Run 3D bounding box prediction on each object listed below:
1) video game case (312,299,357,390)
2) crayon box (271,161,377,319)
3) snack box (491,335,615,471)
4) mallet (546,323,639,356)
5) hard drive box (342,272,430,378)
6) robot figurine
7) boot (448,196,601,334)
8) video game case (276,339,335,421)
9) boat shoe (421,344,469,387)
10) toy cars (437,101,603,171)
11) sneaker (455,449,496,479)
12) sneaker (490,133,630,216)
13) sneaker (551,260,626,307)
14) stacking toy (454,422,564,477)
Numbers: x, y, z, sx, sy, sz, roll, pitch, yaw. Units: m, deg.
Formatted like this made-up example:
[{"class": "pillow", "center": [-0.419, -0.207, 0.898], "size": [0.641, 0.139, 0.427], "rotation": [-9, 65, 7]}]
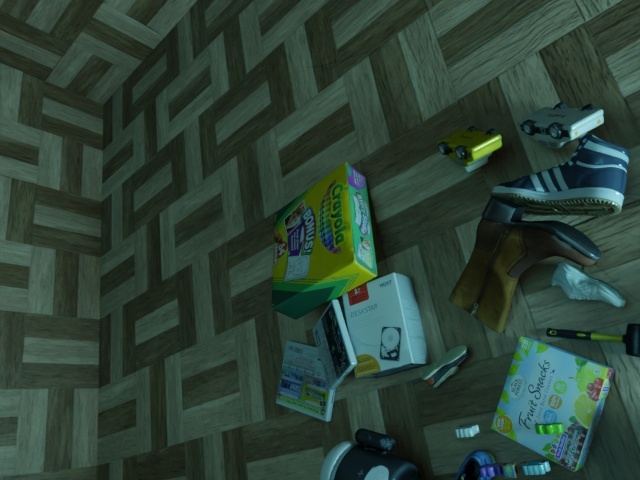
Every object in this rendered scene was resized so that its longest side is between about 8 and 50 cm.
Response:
[{"class": "video game case", "center": [0.035, 0.286, 1.389], "size": [0.173, 0.022, 0.190], "rotation": [118, 144, -47]}, {"class": "crayon box", "center": [0.000, 0.000, 1.468], "size": [0.313, 0.106, 0.363], "rotation": [-34, 42, 33]}, {"class": "snack box", "center": [0.464, 0.321, 1.026], "size": [0.174, 0.070, 0.207], "rotation": [19, 91, 43]}, {"class": "mallet", "center": [0.547, 0.200, 1.011], "size": [0.190, 0.039, 0.062], "rotation": [-13, 66, 44]}, {"class": "hard drive box", "center": [0.165, 0.224, 1.321], "size": [0.181, 0.089, 0.232], "rotation": [-27, 60, 35]}, {"class": "robot figurine", "center": [0.129, 0.581, 1.200], "size": [0.278, 0.173, 0.209], "rotation": [3, 50, 43]}, {"class": "boot", "center": [0.420, 0.080, 1.089], "size": [0.264, 0.096, 0.280], "rotation": [30, 115, 36]}, {"class": "video game case", "center": [-0.039, 0.409, 1.503], "size": [0.212, 0.023, 0.193], "rotation": [3, 80, 42]}, {"class": "boat shoe", "center": [0.302, 0.300, 1.204], "size": [0.043, 0.049, 0.137], "rotation": [43, 112, -4]}, {"class": "toy cars", "center": [0.446, -0.227, 1.173], "size": [0.394, 0.176, 0.087], "rotation": [-7, 118, 42]}, {"class": "sneaker", "center": [0.309, 0.550, 1.100], "size": [0.069, 0.082, 0.209], "rotation": [26, 98, 42]}, {"class": "sneaker", "center": [0.514, -0.139, 1.095], "size": [0.282, 0.099, 0.153], "rotation": [9, 75, 52]}, {"class": "sneaker", "center": [0.542, 0.100, 1.035], "size": [0.152, 0.054, 0.061], "rotation": [41, 112, 50]}, {"class": "stacking toy", "center": [0.381, 0.446, 0.994], "size": [0.221, 0.052, 0.167], "rotation": [-16, 75, 31]}]
